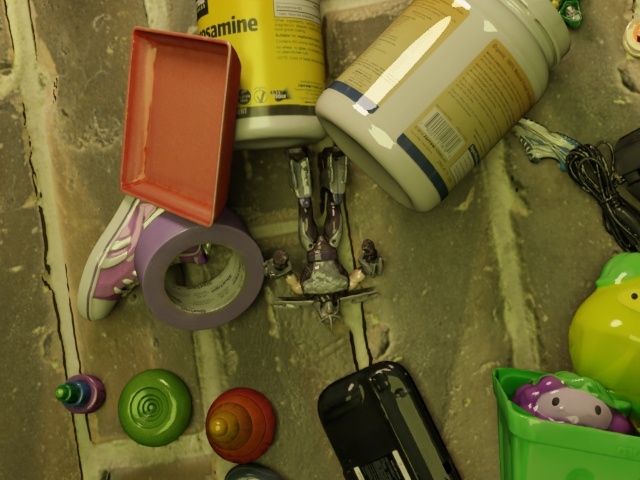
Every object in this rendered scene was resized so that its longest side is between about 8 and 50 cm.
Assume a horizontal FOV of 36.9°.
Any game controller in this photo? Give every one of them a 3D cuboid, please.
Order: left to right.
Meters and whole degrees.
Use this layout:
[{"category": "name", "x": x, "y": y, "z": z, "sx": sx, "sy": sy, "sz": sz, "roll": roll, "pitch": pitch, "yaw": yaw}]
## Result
[{"category": "game controller", "x": 0.117, "y": 0.350, "z": 1.477, "sx": 0.166, "sy": 0.067, "sz": 0.319, "roll": -28, "pitch": 83, "yaw": 27}]

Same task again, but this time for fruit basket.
[{"category": "fruit basket", "x": 0.424, "y": 0.205, "z": 1.291, "sx": 0.392, "sy": 0.283, "sz": 0.392, "roll": 1, "pitch": 97, "yaw": 4}]

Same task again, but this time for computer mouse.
[{"category": "computer mouse", "x": 0.507, "y": -0.114, "z": 1.354, "sx": 0.272, "sy": 0.072, "sz": 0.188, "roll": -34, "pitch": 94, "yaw": 9}]

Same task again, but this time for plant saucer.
[{"category": "plant saucer", "x": -0.202, "y": -0.172, "z": 1.406, "sx": 0.258, "sy": 0.048, "sz": 0.259, "roll": 20, "pitch": 107, "yaw": 46}]

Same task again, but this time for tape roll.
[{"category": "tape roll", "x": -0.187, "y": 0.039, "z": 1.474, "sx": 0.189, "sy": 0.080, "sz": 0.189, "roll": -11, "pitch": 123, "yaw": -17}]

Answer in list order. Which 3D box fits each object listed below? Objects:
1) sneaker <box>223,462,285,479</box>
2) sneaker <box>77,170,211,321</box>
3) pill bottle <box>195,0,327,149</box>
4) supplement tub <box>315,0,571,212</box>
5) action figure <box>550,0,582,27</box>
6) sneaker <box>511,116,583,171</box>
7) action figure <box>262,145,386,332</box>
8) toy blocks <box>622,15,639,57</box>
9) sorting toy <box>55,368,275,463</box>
[{"category": "sneaker", "x": -0.047, "y": 0.478, "z": 1.471, "sx": 0.112, "sy": 0.131, "sz": 0.319, "roll": -46, "pitch": 78, "yaw": 9}, {"category": "sneaker", "x": -0.273, "y": 0.031, "z": 1.541, "sx": 0.161, "sy": 0.102, "sz": 0.282, "roll": 30, "pitch": 97, "yaw": 8}, {"category": "pill bottle", "x": -0.091, "y": -0.311, "z": 1.448, "sx": 0.188, "sy": 0.188, "sz": 0.333, "roll": -5, "pitch": 89, "yaw": 13}, {"category": "supplement tub", "x": 0.174, "y": -0.220, "z": 1.351, "sx": 0.228, "sy": 0.228, "sz": 0.316, "roll": 44, "pitch": 87, "yaw": 9}, {"category": "action figure", "x": 0.316, "y": -0.411, "z": 1.418, "sx": 0.137, "sy": 0.063, "sz": 0.232, "roll": -36, "pitch": 86, "yaw": 8}, {"category": "sneaker", "x": 0.319, "y": -0.145, "z": 1.422, "sx": 0.135, "sy": 0.052, "sz": 0.058, "roll": 28, "pitch": 101, "yaw": 12}, {"category": "action figure", "x": 0.000, "y": 0.000, "z": 1.464, "sx": 0.185, "sy": 0.099, "sz": 0.284, "roll": -6, "pitch": 92, "yaw": -15}, {"category": "toy blocks", "x": 0.481, "y": -0.314, "z": 1.331, "sx": 0.123, "sy": 0.148, "sz": 0.054, "roll": -36, "pitch": 82, "yaw": 11}, {"category": "sorting toy", "x": -0.260, "y": 0.270, "z": 1.518, "sx": 0.366, "sy": 0.126, "sz": 0.127, "roll": 9, "pitch": 83, "yaw": 14}]
